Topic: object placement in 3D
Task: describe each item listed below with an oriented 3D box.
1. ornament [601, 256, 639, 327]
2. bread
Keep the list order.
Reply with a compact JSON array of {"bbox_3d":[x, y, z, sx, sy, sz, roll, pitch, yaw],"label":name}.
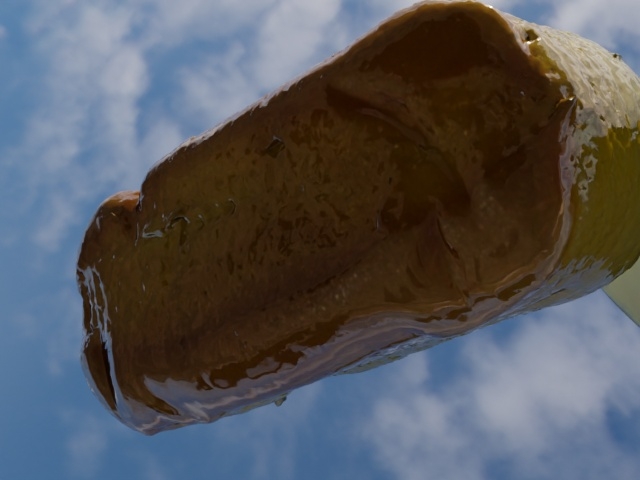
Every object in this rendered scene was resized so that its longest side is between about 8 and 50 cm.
[{"bbox_3d":[0.168,0.013,0.369,0.059,0.180,0.201,-20,-121,-22],"label":"ornament"},{"bbox_3d":[0.000,0.000,0.413,0.245,0.094,0.102,-24,-102,43],"label":"bread"}]
